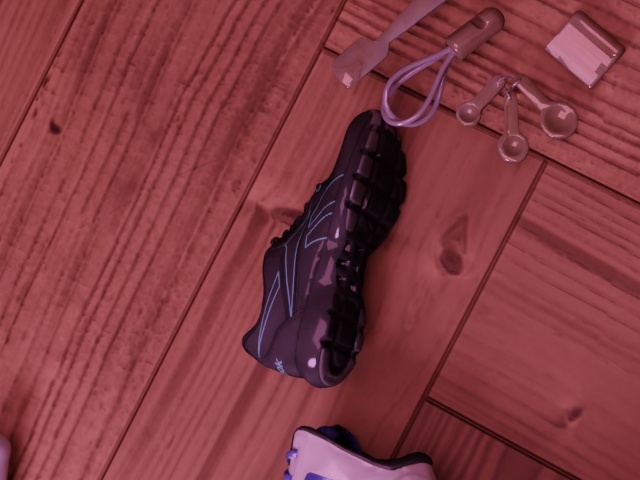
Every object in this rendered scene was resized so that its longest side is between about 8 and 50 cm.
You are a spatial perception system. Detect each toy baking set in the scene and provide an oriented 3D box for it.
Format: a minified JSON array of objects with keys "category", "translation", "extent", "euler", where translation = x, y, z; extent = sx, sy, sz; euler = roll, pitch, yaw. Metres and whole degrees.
[{"category":"toy baking set","translation":[0.148,-0.181,1.838],"extent":[0.256,0.030,0.196],"euler":[18,78,9]}]

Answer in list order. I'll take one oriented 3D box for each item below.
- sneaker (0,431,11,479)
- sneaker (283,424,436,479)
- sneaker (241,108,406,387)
[{"category":"sneaker","translation":[-0.329,0.292,1.938],"extent":[0.094,0.080,0.212],"euler":[23,98,5]},{"category":"sneaker","translation":[-0.008,0.273,1.825],"extent":[0.315,0.127,0.182],"euler":[-24,64,20]},{"category":"sneaker","translation":[0.000,0.000,1.851],"extent":[0.106,0.101,0.267],"euler":[11,78,33]}]
